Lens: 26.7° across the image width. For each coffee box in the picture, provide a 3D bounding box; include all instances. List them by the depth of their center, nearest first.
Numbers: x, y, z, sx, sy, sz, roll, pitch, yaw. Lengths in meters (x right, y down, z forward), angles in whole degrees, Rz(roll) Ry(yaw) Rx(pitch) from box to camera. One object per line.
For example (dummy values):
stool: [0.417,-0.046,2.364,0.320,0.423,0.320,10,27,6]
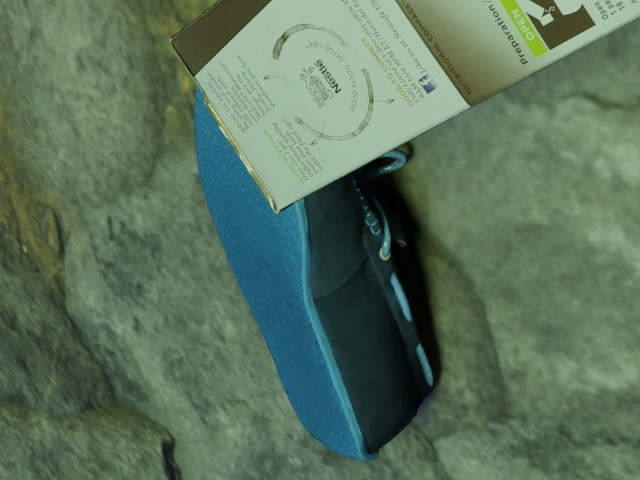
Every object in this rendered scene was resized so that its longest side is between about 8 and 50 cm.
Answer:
coffee box: [0.066,-0.119,0.576,0.246,0.141,0.098,-26,99,47]

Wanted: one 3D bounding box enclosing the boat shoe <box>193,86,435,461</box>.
boat shoe: [0.000,0.000,0.763,0.109,0.089,0.258,25,138,45]
